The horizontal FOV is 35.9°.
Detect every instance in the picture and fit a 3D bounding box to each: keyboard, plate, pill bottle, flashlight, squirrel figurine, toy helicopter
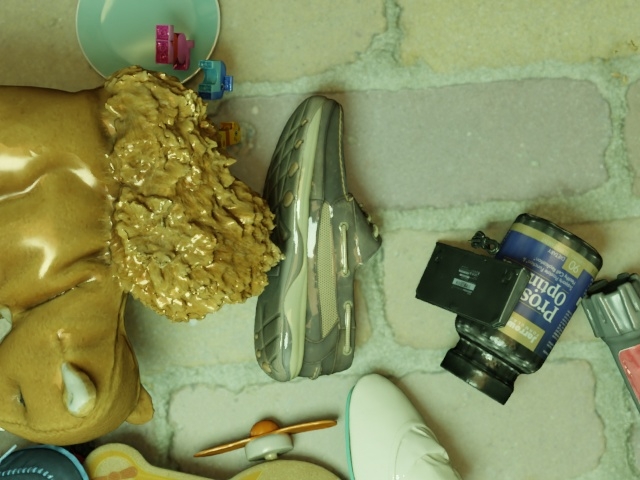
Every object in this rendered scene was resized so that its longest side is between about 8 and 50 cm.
[{"bbox_3d":[0.188,0.041,1.207,0.023,0.180,0.108,26,87,-30],"label":"keyboard"},{"bbox_3d":[-0.223,-0.284,1.286,0.188,0.024,0.188,0,88,-1],"label":"plate"},{"bbox_3d":[0.244,0.087,1.226,0.123,0.123,0.219,31,88,1],"label":"pill bottle"},{"bbox_3d":[0.425,0.190,1.228,0.103,0.103,0.304,-23,93,33],"label":"flashlight"},{"bbox_3d":[-0.245,0.021,1.090,0.397,0.281,0.370,-18,70,2],"label":"squirrel figurine"},{"bbox_3d":[-0.114,0.308,1.201,0.355,0.140,0.235,19,63,-13],"label":"toy helicopter"}]

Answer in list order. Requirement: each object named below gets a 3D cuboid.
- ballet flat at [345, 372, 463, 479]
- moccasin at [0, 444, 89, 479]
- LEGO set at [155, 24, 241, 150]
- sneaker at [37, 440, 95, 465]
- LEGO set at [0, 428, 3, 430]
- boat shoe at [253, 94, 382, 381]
[{"bbox_3d":[0.125,0.355,1.189,0.139,0.139,0.400,-6,81,-1],"label":"ballet flat"},{"bbox_3d":[-0.408,0.346,1.150,0.342,0.117,0.138,-32,88,28],"label":"moccasin"},{"bbox_3d":[-0.148,-0.155,1.248,0.087,0.093,0.227,7,103,19],"label":"LEGO set"},{"bbox_3d":[-0.253,0.369,1.229,0.299,0.121,0.112,45,117,1],"label":"sneaker"},{"bbox_3d":[-0.399,0.143,1.228,0.107,0.132,0.287,1,55,-11],"label":"LEGO set"},{"bbox_3d":[0.000,0.000,1.240,0.130,0.132,0.355,7,90,-22],"label":"boat shoe"}]
